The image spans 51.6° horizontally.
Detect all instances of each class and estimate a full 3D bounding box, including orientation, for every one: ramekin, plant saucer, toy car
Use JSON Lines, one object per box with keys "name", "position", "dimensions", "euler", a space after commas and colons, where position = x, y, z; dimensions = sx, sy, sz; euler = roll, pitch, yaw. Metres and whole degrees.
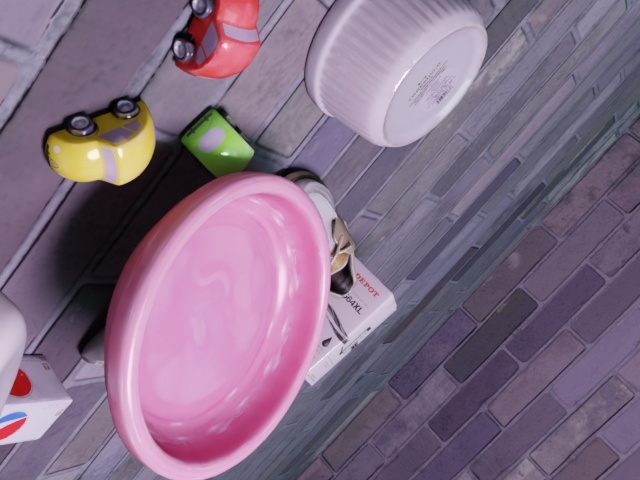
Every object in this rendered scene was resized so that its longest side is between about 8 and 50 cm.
{"name": "ramekin", "position": [0.094, -0.204, 0.757], "dimensions": [0.207, 0.109, 0.207], "euler": [-36, 156, -19]}
{"name": "plant saucer", "position": [-0.109, 0.086, 0.721], "dimensions": [0.332, 0.084, 0.332], "euler": [-29, 126, -50]}
{"name": "toy car", "position": [-0.114, -0.110, 0.641], "dimensions": [0.239, 0.053, 0.225], "euler": [-44, 158, 0]}

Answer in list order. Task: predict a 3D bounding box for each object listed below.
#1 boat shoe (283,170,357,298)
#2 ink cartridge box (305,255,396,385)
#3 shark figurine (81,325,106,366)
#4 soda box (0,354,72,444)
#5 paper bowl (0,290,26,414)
{"name": "boat shoe", "position": [0.000, 0.000, 0.963], "dimensions": [0.113, 0.103, 0.302], "euler": [-43, 158, -4]}
{"name": "ink cartridge box", "position": [0.007, 0.120, 1.130], "dimensions": [0.203, 0.148, 0.086], "euler": [-42, 156, -8]}
{"name": "shark figurine", "position": [-0.165, 0.065, 0.816], "dimensions": [0.278, 0.116, 0.166], "euler": [-25, -174, -23]}
{"name": "soda box", "position": [-0.364, 0.165, 0.674], "dimensions": [0.069, 0.074, 0.216], "euler": [-48, 157, 9]}
{"name": "paper bowl", "position": [-0.293, 0.113, 0.415], "dimensions": [0.284, 0.148, 0.284], "euler": [-59, -164, 28]}
